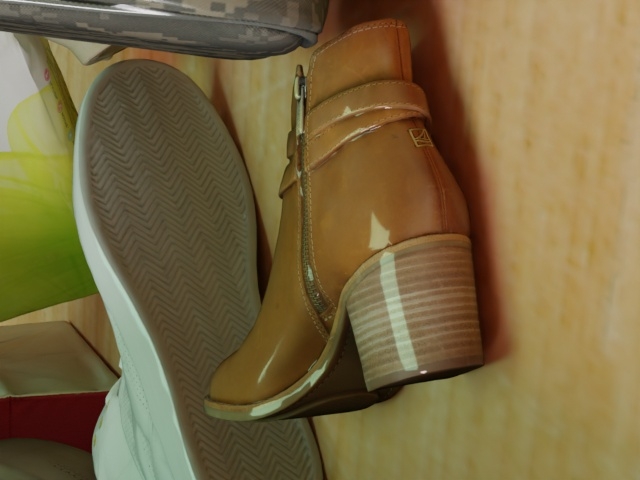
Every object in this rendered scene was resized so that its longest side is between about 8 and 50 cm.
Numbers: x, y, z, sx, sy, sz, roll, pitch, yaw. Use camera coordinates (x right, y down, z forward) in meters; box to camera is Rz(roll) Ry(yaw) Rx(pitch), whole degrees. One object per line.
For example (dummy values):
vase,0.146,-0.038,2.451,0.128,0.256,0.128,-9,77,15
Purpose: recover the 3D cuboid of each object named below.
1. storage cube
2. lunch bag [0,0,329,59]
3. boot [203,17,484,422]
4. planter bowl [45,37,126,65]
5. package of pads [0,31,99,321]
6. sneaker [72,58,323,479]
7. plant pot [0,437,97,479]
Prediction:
storage cube,-0.267,0.186,1.064,0.215,0.183,0.193,-152,63,-62
lunch bag,-0.133,-0.220,0.567,0.212,0.305,0.256,-121,37,-83
boot,0.000,0.000,0.606,0.197,0.073,0.152,-26,71,51
planter bowl,-0.122,-0.169,0.763,0.109,0.162,0.162,60,156,-8
package of pads,-0.273,-0.048,0.909,0.296,0.229,0.101,78,174,-54
sneaker,-0.101,0.054,0.781,0.169,0.108,0.292,-47,53,53
plant pot,-0.247,0.295,0.762,0.323,0.280,0.323,1,92,29
